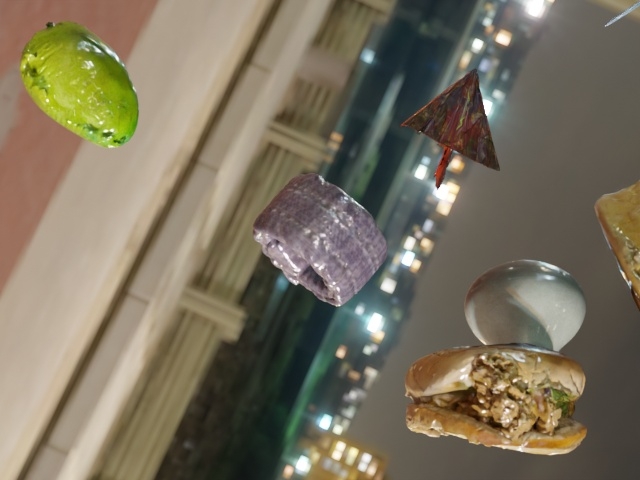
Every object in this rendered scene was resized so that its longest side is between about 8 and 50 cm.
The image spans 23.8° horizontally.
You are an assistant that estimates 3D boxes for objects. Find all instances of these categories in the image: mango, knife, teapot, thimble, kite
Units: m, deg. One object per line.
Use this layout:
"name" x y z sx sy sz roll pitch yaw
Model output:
"mango" -0.299 -0.193 1.913 0.119 0.178 0.100 -39 -177 -7
"knife" 0.444 -0.329 1.941 0.313 0.019 0.044 -34 -177 -42
"teapot" 0.305 0.162 2.258 0.183 0.183 0.251 111 -14 -55
"thimble" -0.001 -0.002 1.801 0.098 0.150 0.150 -49 173 -15
"kite" 0.193 -0.163 2.201 0.232 0.009 0.189 37 -64 49

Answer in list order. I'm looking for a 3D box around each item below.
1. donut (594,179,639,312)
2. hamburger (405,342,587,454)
"donut" 0.492 0.057 2.009 0.160 0.330 0.330 -27 -173 12
"hamburger" 0.231 0.209 2.022 0.286 0.243 0.146 22 68 -70
